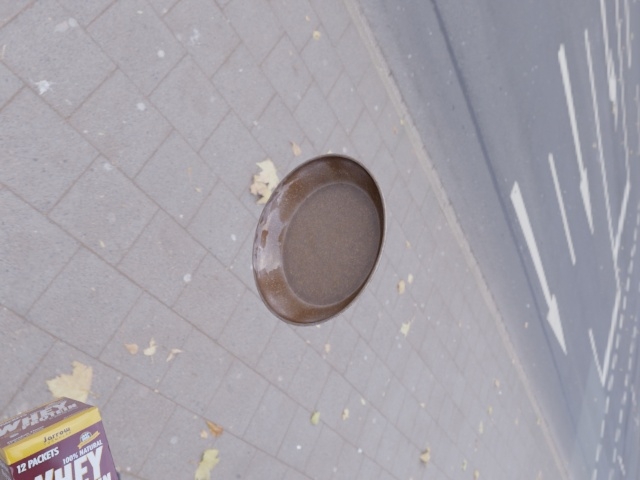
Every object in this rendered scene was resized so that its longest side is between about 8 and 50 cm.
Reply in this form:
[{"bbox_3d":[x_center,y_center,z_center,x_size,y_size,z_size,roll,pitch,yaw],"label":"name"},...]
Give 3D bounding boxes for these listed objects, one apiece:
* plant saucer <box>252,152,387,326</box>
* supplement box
[{"bbox_3d":[0.000,0.000,0.511,0.036,0.198,0.199,21,77,-46],"label":"plant saucer"},{"bbox_3d":[-0.430,0.379,0.722,0.129,0.191,0.194,-17,94,-46],"label":"supplement box"}]
